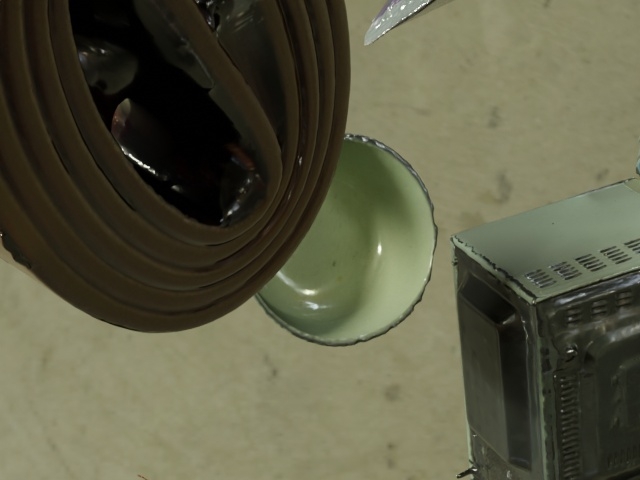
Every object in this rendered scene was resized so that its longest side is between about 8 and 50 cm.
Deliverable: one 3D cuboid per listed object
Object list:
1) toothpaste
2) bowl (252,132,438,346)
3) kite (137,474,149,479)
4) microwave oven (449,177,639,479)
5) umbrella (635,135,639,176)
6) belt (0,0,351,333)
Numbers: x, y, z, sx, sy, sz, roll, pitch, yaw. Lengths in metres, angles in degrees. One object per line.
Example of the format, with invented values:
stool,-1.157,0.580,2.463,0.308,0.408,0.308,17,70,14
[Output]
toothpaste,0.112,-0.221,1.180,0.114,0.299,0.073,-31,100,27
bowl,0.000,0.000,1.544,0.112,0.211,0.211,176,101,-68
kite,-0.161,0.330,1.534,0.244,0.006,0.198,-24,97,11
microwave oven,0.317,0.152,1.761,0.218,0.286,0.355,-137,35,-56
umbrella,0.350,-0.101,1.555,0.052,0.250,0.053,38,113,2
belt,-0.098,-0.096,0.687,0.122,0.339,0.217,30,71,31
